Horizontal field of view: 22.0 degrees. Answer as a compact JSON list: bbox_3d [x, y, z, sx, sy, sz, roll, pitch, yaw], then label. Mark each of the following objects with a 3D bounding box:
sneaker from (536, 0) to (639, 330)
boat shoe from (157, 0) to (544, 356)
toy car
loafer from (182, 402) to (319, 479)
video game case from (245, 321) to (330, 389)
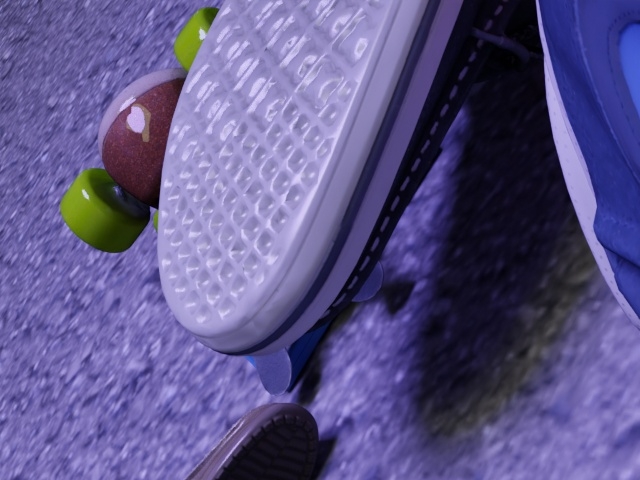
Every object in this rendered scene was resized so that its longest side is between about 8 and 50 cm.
[{"bbox_3d":[0.152,0.018,0.373,0.130,0.323,0.236,-26,-15,-2],"label":"sneaker"},{"bbox_3d":[0.065,-0.147,0.868,0.186,0.156,0.500,-15,44,48],"label":"boat shoe"},{"bbox_3d":[-0.035,-0.011,0.952,0.155,0.149,0.188,-51,55,24],"label":"toy car"},{"bbox_3d":[-0.056,0.143,0.888,0.148,0.056,0.050,-55,31,8],"label":"loafer"},{"bbox_3d":[0.000,0.000,0.995,0.166,0.015,0.119,-58,25,2],"label":"video game case"}]
